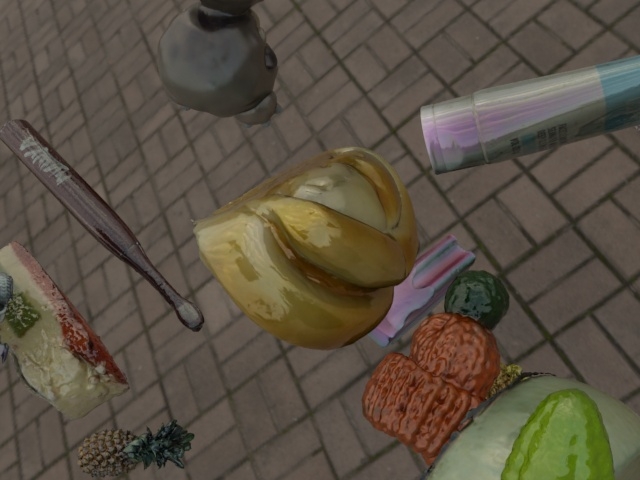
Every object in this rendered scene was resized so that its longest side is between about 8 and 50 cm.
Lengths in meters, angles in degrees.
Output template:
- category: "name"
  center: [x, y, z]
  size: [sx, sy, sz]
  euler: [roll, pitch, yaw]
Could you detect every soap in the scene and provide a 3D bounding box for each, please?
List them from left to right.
- category: "soap"
  center: [0.246, 0.139, 1.875]
  size: [0.109, 0.192, 0.324]
  euler: [43, 54, 17]

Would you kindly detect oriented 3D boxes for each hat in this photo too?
- category: "hat"
  center: [0.284, 0.261, 1.459]
  size: [0.400, 0.285, 0.285]
  euler: [-50, 48, -6]

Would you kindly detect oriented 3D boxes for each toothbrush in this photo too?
- category: "toothbrush"
  center: [-0.258, -0.024, 0.845]
  size: [0.364, 0.041, 0.041]
  euler: [42, 92, 17]

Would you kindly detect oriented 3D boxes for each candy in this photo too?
- category: "candy"
  center: [0.169, 0.202, 0.526]
  size: [0.097, 0.097, 0.209]
  euler: [18, 114, 39]

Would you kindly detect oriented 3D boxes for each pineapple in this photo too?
- category: "pineapple"
  center: [-0.328, 0.364, 1.250]
  size: [0.222, 0.103, 0.083]
  euler: [-12, 68, 21]

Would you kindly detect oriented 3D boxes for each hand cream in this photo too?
- category: "hand cream"
  center: [0.252, -0.122, 0.650]
  size: [0.313, 0.111, 0.070]
  euler: [-11, 69, 17]

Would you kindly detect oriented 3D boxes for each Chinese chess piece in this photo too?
- category: "Chinese chess piece"
  center: [0.223, 0.315, 0.793]
  size: [0.146, 0.349, 0.349]
  euler: [34, 86, 39]

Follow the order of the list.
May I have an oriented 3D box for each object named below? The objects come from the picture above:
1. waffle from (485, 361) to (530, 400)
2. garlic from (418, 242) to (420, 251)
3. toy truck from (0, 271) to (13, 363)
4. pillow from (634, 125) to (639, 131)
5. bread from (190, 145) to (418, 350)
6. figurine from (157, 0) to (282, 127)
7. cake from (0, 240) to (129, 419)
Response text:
- category: "waffle"
  center: [0.412, 0.399, 1.631]
  size: [0.245, 0.052, 0.254]
  euler: [20, 105, 63]
- category: "garlic"
  center: [0.198, 0.001, 1.881]
  size: [0.128, 0.149, 0.266]
  euler: [-64, 15, 14]
- category: "toy truck"
  center: [-0.351, 0.034, 0.662]
  size: [0.227, 0.098, 0.114]
  euler: [48, 124, 46]
- category: "pillow"
  center: [0.859, -0.297, 1.684]
  size: [0.249, 0.049, 0.135]
  euler: [14, 66, 22]
- category: "bread"
  center: [-0.010, -0.024, 1.115]
  size: [0.329, 0.424, 0.245]
  euler: [28, 114, 7]
- category: "figurine"
  center: [-0.176, -0.379, 1.289]
  size: [0.249, 0.380, 0.203]
  euler: [15, 41, 5]
- category: "cake"
  center: [-0.298, 0.089, 0.760]
  size: [0.086, 0.117, 0.220]
  euler: [-37, 85, -21]
